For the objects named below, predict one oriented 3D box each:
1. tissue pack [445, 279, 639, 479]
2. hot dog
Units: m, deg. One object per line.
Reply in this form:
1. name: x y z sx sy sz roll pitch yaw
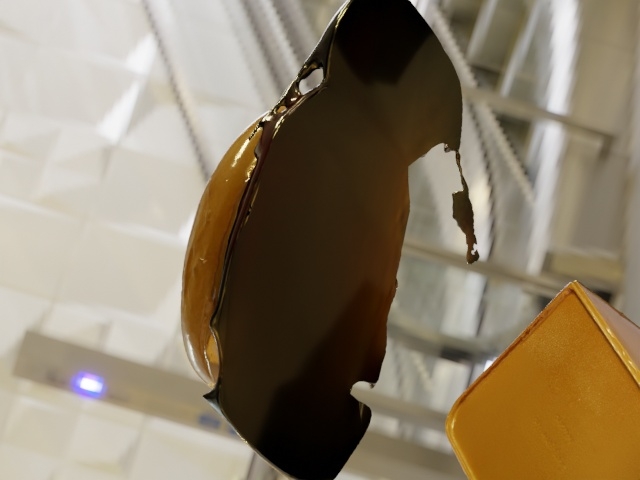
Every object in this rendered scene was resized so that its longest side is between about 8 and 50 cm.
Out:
1. tissue pack: 0.239 0.184 1.181 0.145 0.274 0.194 -45 32 15
2. hot dog: -0.005 -0.001 1.245 0.107 0.194 0.326 -2 52 55
